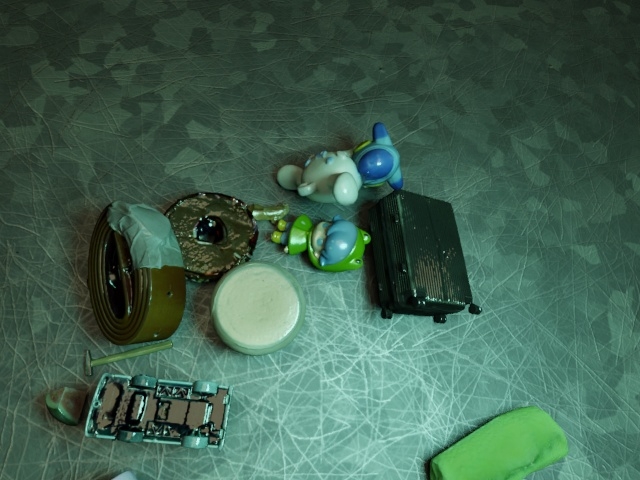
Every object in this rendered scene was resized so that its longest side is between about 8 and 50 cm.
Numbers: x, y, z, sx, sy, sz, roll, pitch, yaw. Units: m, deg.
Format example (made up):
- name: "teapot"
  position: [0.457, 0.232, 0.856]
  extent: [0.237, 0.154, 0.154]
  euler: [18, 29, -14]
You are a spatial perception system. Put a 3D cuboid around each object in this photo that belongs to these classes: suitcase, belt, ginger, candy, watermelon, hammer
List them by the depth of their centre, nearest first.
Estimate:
- name: "watermelon"
  position: [-0.553, 0.365, 0.902]
  extent: [0.092, 0.084, 0.072]
  euler: [27, 72, 25]
- name: "belt"
  position: [-0.439, 0.073, 0.974]
  extent: [0.218, 0.122, 0.338]
  euler: [-19, 75, 24]
- name: "candy"
  position: [0.424, 0.520, 0.978]
  extent: [0.344, 0.131, 0.142]
  euler: [-18, 28, -18]
- name: "hammer"
  position: [-0.464, 0.273, 0.999]
  extent: [0.199, 0.013, 0.062]
  euler: [-12, 69, -14]
- name: "suitcase"
  position: [0.271, 0.043, 1.111]
  extent: [0.230, 0.152, 0.334]
  euler: [11, 63, -30]
- name: "ginger"
  position: [-0.160, -0.081, 1.192]
  extent: [0.137, 0.044, 0.057]
  euler: [0, 48, -11]

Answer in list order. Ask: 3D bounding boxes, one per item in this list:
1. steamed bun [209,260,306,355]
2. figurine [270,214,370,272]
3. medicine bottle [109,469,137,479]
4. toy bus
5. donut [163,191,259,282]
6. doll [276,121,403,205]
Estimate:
- name: "steamed bun"
  position: [-0.154, 0.169, 1.021]
  extent: [0.232, 0.145, 0.231]
  euler: [2, 72, -6]
- name: "figurine"
  position: [0.000, 0.000, 1.136]
  extent: [0.264, 0.143, 0.162]
  euler: [12, 56, 15]
- name: "medicine bottle"
  position: [-0.363, 0.625, 0.754]
  extent: [0.202, 0.202, 0.315]
  euler: [-36, 77, -21]
- name: "toy bus"
  position: [-0.333, 0.372, 0.891]
  extent: [0.272, 0.164, 0.132]
  euler: [8, 64, -5]
- name: "donut"
  position: [-0.298, -0.009, 1.104]
  extent: [0.270, 0.103, 0.269]
  euler: [4, 67, -9]
- name: "doll"
  position: [0.090, -0.209, 1.141]
  extent: [0.366, 0.186, 0.376]
  euler: [-25, 41, -23]
